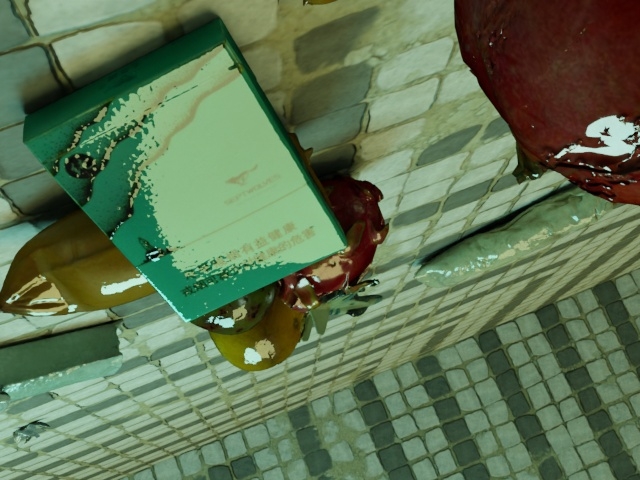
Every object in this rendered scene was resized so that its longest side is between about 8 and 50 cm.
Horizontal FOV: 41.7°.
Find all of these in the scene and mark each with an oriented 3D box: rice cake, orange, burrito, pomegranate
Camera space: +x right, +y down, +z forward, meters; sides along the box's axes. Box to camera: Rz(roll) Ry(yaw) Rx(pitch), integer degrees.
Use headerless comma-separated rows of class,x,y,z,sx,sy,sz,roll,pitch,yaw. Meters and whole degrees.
rice cake,-0.352,0.162,1.102,0.206,0.063,0.069,-9,152,-38
orange,-0.084,0.095,1.124,0.156,0.134,0.156,-45,146,-41
burrito,0.352,-0.006,1.522,0.392,0.076,0.117,-27,171,20
pomegranate,-0.109,0.046,0.963,0.130,0.130,0.130,-21,164,-6

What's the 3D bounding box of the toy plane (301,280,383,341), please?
toy plane,0.026,0.097,1.405,0.192,0.088,0.262,-27,175,34

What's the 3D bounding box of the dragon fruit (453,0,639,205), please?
dragon fruit,0.215,-0.160,0.452,0.296,0.295,0.301,-19,151,-15

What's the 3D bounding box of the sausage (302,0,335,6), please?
sausage,0.017,-0.195,0.472,0.062,0.054,0.183,12,160,-5

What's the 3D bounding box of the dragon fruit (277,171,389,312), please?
dragon fruit,0.000,0.000,0.935,0.133,0.136,0.166,26,101,-32

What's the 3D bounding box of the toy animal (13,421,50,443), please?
toy animal,-0.539,0.355,1.539,0.084,0.028,0.050,-29,172,18

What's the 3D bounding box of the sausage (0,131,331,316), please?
sausage,-0.151,-0.005,0.765,0.328,0.112,0.112,-22,164,-1

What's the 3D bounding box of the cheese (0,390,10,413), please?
cheese,-0.478,0.186,0.962,0.235,0.050,0.127,12,136,-38

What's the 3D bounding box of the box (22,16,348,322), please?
box,-0.093,-0.041,0.652,0.161,0.042,0.226,-26,133,7
